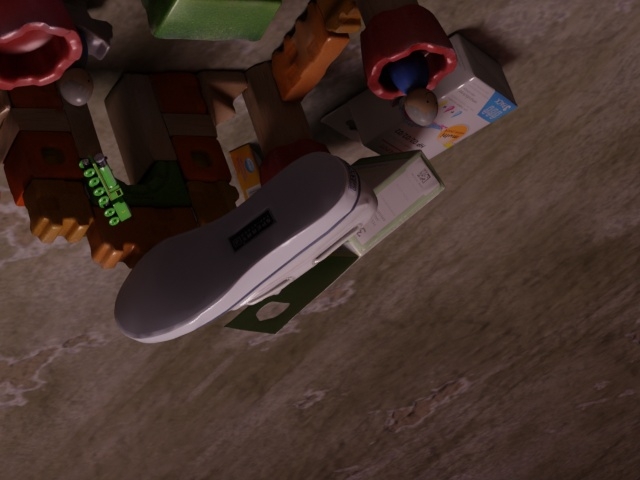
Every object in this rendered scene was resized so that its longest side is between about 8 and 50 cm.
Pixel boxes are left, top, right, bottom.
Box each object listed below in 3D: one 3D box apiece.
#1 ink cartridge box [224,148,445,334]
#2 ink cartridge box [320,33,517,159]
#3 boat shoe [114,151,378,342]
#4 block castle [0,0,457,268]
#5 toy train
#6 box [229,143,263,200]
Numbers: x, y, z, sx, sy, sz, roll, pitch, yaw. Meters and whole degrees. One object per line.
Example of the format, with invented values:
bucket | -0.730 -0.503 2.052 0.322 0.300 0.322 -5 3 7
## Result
ink cartridge box | 0.000 0.000 1.867 0.235 0.056 0.171 -38 -168 -16
ink cartridge box | 0.104 -0.135 1.938 0.181 0.062 0.104 -30 151 22
boat shoe | -0.062 0.021 1.613 0.258 0.095 0.084 -29 147 18
block castle | -0.136 -0.127 1.623 0.453 0.213 0.303 -1 149 -33
toy train | -0.179 -0.044 1.528 0.023 0.017 0.083 -29 141 -8
box | -0.054 -0.042 1.988 0.028 0.081 0.136 -25 154 10
